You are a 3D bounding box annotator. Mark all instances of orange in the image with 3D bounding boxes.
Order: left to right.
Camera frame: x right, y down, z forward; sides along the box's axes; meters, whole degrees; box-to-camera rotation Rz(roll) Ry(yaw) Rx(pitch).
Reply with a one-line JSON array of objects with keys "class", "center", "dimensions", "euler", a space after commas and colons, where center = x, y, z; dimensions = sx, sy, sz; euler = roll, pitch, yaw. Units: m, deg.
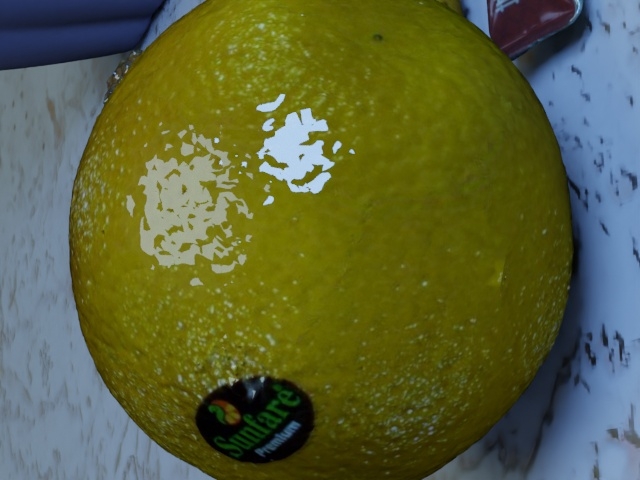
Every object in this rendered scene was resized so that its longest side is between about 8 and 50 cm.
[{"class": "orange", "center": [0.000, 0.000, 0.803], "dimensions": [0.236, 0.236, 0.236], "euler": [-176, 90, -65]}]

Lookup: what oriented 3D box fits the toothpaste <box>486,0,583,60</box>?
[{"class": "toothpaste", "center": [0.088, -0.200, 0.859], "dimensions": [0.062, 0.039, 0.239], "euler": [-27, 64, 53]}]

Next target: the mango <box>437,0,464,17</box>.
[{"class": "mango", "center": [0.041, -0.103, 0.924], "dimensions": [0.079, 0.057, 0.114], "euler": [124, 150, -53]}]

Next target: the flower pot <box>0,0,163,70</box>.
[{"class": "flower pot", "center": [-0.238, -0.241, 1.319], "dimensions": [0.265, 0.243, 0.265], "euler": [-7, 82, 63]}]

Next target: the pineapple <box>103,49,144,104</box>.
[{"class": "pineapple", "center": [-0.090, -0.055, 1.169], "dimensions": [0.074, 0.074, 0.159], "euler": [-68, 32, 33]}]
